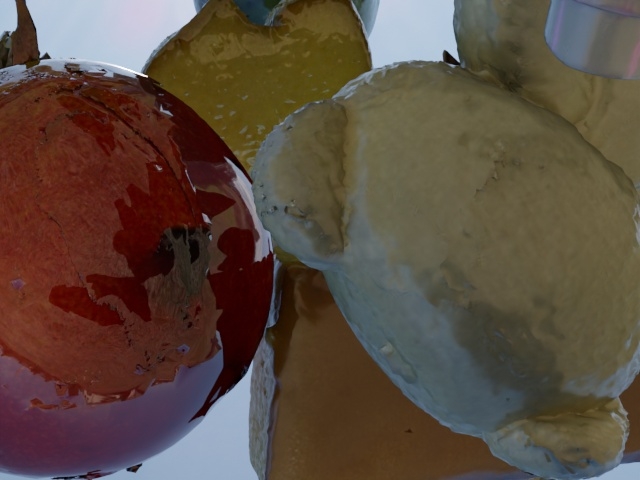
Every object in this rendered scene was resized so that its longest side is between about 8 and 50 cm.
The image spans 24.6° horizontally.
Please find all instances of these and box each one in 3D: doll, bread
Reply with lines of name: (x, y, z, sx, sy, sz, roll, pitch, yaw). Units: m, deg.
doll: (0.098, -0.056, 0.568, 0.175, 0.149, 0.278, 42, -108, -6)
bread: (-0.044, -0.074, 0.884, 0.149, 0.188, 0.065, -16, -135, -15)
bread: (0.131, 0.061, 0.843, 0.361, 0.077, 0.138, -4, -73, -20)

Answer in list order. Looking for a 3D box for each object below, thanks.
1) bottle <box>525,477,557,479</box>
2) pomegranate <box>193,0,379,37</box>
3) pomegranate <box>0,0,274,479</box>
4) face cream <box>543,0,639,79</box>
bottle: (0.202, 0.248, 1.577, 0.110, 0.110, 0.233, -24, -74, -42)
pomegranate: (-0.002, -0.202, 0.992, 0.131, 0.152, 0.191, 38, -114, 26)
pomegranate: (-0.133, 0.003, 0.723, 0.210, 0.210, 0.235, -8, -118, -40)
face cream: (0.107, -0.157, 0.402, 0.075, 0.229, 0.075, 11, -155, -5)
